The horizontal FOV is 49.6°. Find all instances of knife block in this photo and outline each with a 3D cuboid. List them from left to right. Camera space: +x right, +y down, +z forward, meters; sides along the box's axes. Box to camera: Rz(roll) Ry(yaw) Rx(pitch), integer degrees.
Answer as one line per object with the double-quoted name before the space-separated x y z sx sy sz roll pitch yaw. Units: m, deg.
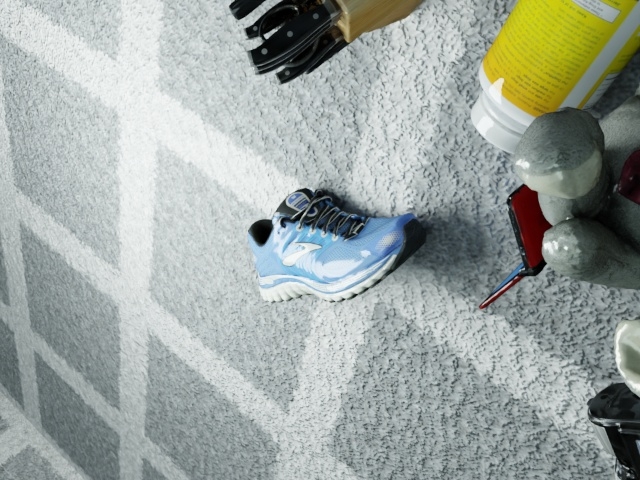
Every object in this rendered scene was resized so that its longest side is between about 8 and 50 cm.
"knife block" 0.038 -0.274 0.691 0.088 0.242 0.275 54 138 1

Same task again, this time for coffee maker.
"coffee maker" 0.407 0.252 0.778 0.171 0.120 0.178 -14 106 23

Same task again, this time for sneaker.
"sneaker" 0.000 0.000 0.977 0.330 0.130 0.147 -11 109 46

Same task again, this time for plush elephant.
"plush elephant" 0.333 -0.008 0.568 0.255 0.272 0.330 39 161 33

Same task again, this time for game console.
"game console" 0.220 -0.010 0.752 0.085 0.144 0.124 -8 109 44

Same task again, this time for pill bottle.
"pill bottle" 0.230 -0.186 0.657 0.117 0.117 0.215 43 136 15
